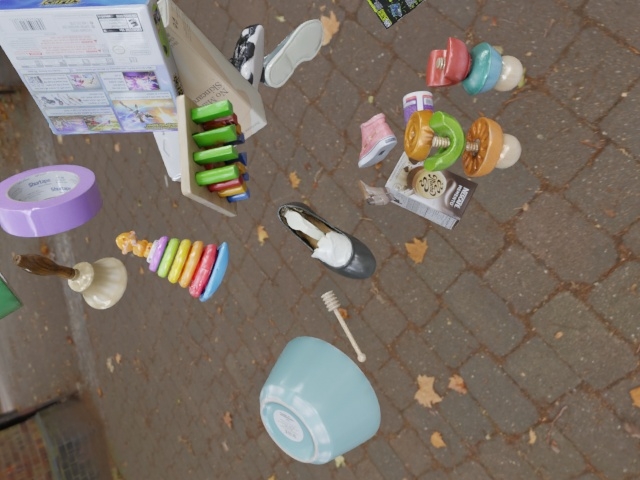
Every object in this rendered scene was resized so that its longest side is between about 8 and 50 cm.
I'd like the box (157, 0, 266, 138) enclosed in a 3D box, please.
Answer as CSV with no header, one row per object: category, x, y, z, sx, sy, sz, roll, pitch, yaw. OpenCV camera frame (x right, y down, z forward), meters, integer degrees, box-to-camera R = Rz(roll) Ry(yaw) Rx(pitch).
box,-0.271,-0.349,1.005,0.148,0.311,0.121,-30,52,19

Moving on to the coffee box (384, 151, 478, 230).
coffee box,0.407,-0.185,1.704,0.297,0.168,0.119,27,165,12

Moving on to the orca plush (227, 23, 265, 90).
orca plush,-0.221,-0.453,1.260,0.102,0.151,0.287,5,103,10

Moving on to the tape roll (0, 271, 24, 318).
tape roll,-0.637,0.001,0.767,0.321,0.077,0.321,35,145,29

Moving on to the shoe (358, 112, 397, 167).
shoe,0.130,-0.246,1.133,0.178,0.063,0.081,141,110,-72

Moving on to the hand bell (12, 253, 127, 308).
hand bell,-0.546,0.070,0.972,0.126,0.242,0.126,-4,74,15

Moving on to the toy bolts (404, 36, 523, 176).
toy bolts,0.268,-0.235,0.831,0.218,0.158,0.228,-123,39,-76

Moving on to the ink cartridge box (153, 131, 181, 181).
ink cartridge box,-0.442,-0.322,1.628,0.121,0.289,0.211,-22,90,15

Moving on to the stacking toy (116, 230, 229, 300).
stacking toy,-0.425,0.050,1.288,0.166,0.302,0.175,-25,47,67

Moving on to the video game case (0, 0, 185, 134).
video game case,-0.400,-0.309,0.823,0.244,0.270,0.061,87,-178,-51

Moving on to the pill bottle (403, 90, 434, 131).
pill bottle,0.364,-0.437,1.673,0.108,0.108,0.193,-6,87,50

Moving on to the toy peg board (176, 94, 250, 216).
toy peg board,-0.155,-0.138,0.748,0.079,0.160,0.161,-10,78,14

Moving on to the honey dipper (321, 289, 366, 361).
honey dipper,0.051,0.181,0.952,0.030,0.030,0.160,-43,71,47

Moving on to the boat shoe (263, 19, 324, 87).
boat shoe,-0.104,-0.619,1.483,0.099,0.319,0.116,19,151,33

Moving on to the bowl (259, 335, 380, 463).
bowl,-0.027,0.409,1.101,0.311,0.163,0.311,20,126,31

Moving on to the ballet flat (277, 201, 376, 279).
ballet flat,0.000,0.000,1.045,0.280,0.096,0.095,35,100,28

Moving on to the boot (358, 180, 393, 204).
boot,0.187,-0.164,1.525,0.042,0.087,0.118,97,153,-60

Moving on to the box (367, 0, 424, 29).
box,0.218,-0.737,1.308,0.184,0.191,0.045,-28,55,26

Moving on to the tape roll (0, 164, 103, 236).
tape roll,-0.796,-0.123,1.332,0.275,0.275,0.090,33,137,38
